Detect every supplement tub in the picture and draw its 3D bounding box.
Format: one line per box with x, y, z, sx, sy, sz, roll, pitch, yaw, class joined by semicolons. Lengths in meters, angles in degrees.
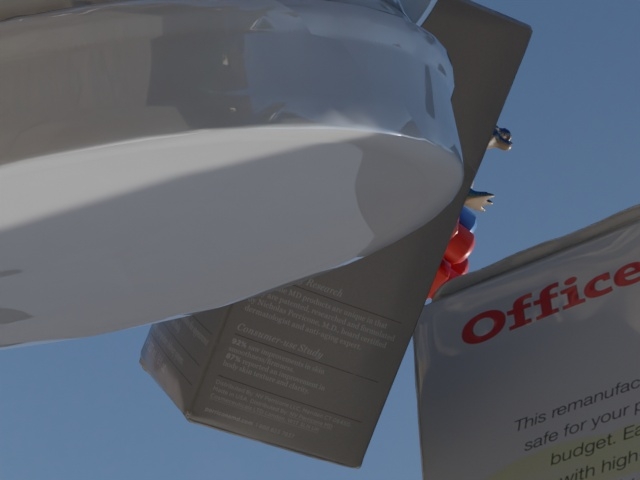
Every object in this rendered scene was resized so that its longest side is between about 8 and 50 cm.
-0.094;-0.151;0.506;0.241;0.241;0.331;-29;-111;51;supplement tub

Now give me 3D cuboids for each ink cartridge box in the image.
0.206;0.155;0.821;0.279;0.385;0.160;-22;-53;17;ink cartridge box

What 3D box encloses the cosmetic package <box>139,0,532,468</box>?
0.004;-0.021;0.873;0.127;0.107;0.238;-151;-101;-71;cosmetic package

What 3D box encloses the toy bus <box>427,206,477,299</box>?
0.017;-0.026;1.137;0.211;0.220;0.149;41;-64;-9;toy bus

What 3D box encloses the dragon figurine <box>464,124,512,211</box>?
0.087;-0.081;1.809;0.085;0.289;0.144;-58;-137;37;dragon figurine
